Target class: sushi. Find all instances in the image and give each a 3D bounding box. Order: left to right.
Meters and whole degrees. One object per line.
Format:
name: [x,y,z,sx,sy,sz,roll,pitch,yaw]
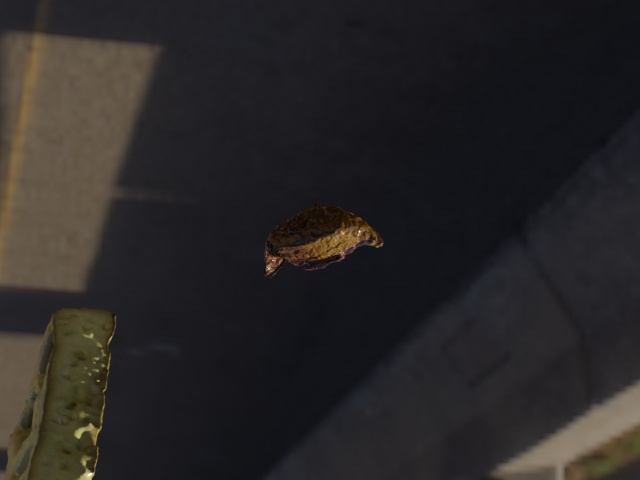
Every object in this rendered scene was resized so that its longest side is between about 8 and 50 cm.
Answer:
sushi: [0.000,0.000,1.586,0.099,0.050,0.047,-12,124,11]

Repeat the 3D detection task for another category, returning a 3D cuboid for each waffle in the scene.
waffle: [-0.227,0.194,1.599,0.057,0.274,0.168,16,126,-12]
